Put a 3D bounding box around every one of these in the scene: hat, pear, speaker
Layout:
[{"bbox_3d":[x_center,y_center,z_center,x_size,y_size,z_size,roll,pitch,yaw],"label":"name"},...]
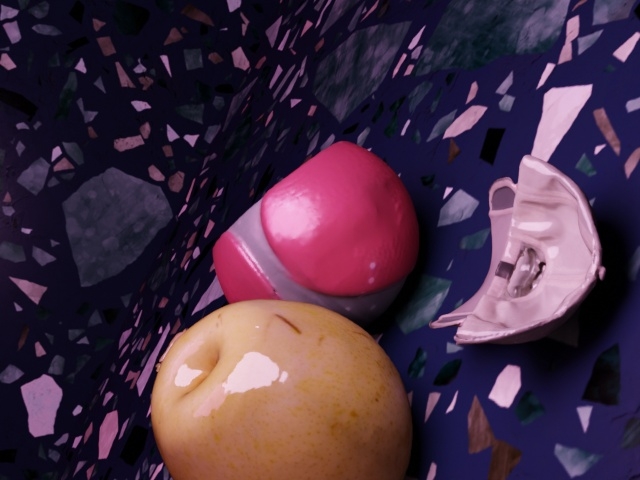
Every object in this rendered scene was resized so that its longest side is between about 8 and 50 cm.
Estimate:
[{"bbox_3d":[0.224,0.040,1.075,0.219,0.164,0.226,-65,-17,-10],"label":"hat"},{"bbox_3d":[-0.046,0.216,1.163,0.309,0.309,0.309,-47,26,31],"label":"pear"},{"bbox_3d":[0.000,0.000,1.347,0.294,0.294,0.294,-47,26,31],"label":"speaker"}]
